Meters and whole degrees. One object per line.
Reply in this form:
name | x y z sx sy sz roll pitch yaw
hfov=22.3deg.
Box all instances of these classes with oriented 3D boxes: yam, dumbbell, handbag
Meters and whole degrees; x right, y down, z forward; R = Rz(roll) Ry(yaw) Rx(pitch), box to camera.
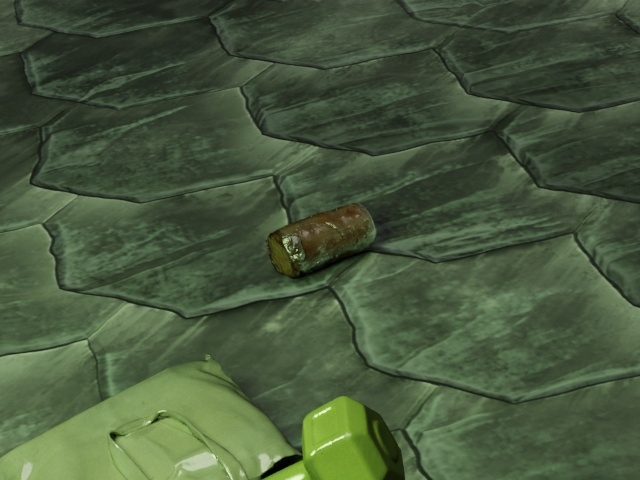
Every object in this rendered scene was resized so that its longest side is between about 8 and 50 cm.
yam | 0.001 0.001 2.297 0.141 0.079 0.079 -21 33 -25
dumbbell | -0.061 0.267 1.636 0.302 0.108 0.121 -30 31 14
handbag | -0.189 0.259 1.856 0.316 0.109 0.253 -24 37 -30
